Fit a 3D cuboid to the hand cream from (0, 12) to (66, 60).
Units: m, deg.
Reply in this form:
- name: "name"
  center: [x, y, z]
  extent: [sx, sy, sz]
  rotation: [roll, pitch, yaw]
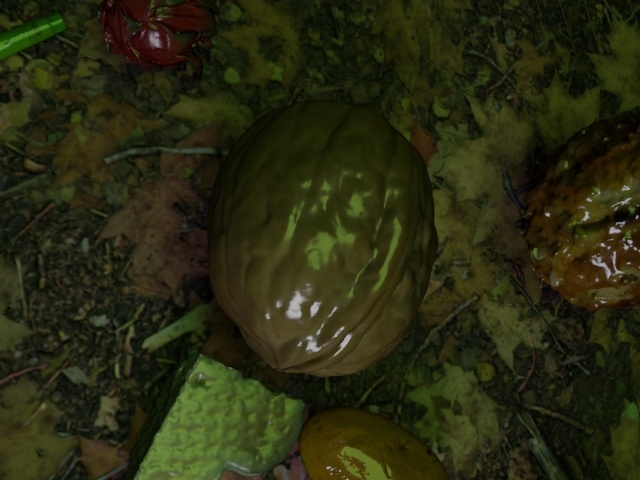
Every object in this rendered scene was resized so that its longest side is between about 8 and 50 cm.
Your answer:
- name: "hand cream"
  center: [-0.348, -0.225, 0.940]
  extent: [0.122, 0.023, 0.036]
  rotation: [-31, 102, -21]

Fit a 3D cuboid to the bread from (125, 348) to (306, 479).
- name: "bread"
  center: [-0.136, 0.212, 0.973]
  extent: [0.232, 0.064, 0.172]
  rotation: [-22, 94, -27]

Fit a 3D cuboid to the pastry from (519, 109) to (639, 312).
- name: "pastry"
  center: [0.493, -0.052, 1.155]
  extent: [0.405, 0.337, 0.292]
  rotation: [0, 77, -26]

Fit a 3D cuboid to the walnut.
- name: "walnut"
  center: [0.002, 0.000, 0.952]
  extent: [0.252, 0.277, 0.313]
  rotation: [10, 71, 14]

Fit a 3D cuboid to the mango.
- name: "mango"
  center: [0.065, 0.295, 1.036]
  extent: [0.227, 0.109, 0.147]
  rotation: [35, 75, -17]

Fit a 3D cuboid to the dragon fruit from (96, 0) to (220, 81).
- name: "dragon fruit"
  center: [-0.188, -0.257, 0.975]
  extent: [0.142, 0.130, 0.121]
  rotation: [-19, 60, -25]
